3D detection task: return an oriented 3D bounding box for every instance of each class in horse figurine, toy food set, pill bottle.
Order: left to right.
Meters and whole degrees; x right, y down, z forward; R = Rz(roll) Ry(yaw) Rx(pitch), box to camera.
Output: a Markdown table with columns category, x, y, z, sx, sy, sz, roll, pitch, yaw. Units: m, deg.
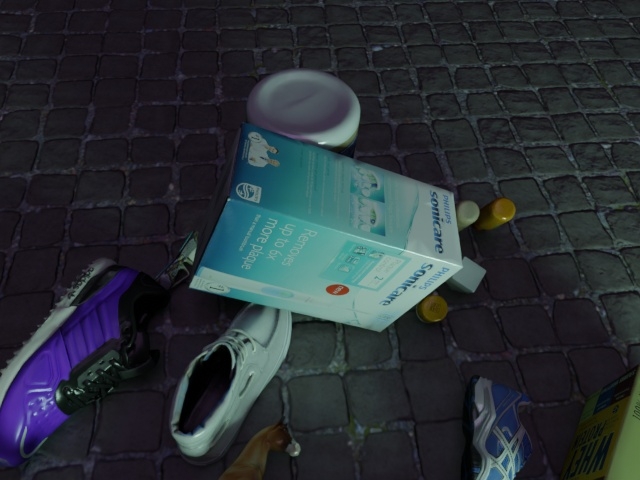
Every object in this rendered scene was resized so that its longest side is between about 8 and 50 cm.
| category | x | y | z | sx | sy | sz | roll | pitch | yaw |
| --- | --- | --- | --- | --- | --- | --- | --- | --- | --- |
| horse figurine | -0.113 | 0.327 | 0.573 | 0.263 | 0.066 | 0.174 | -42 | 33 | -9 |
| pill bottle | -0.030 | -0.107 | 0.785 | 0.153 | 0.264 | 0.153 | 2 | 55 | -3 |
| toy food set | 0.199 | 0.022 | 0.831 | 0.111 | 0.104 | 0.232 | 33 | 77 | 3 |

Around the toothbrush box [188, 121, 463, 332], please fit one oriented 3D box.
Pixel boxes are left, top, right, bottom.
| category | x | y | z | sx | sy | sz | roll | pitch | yaw |
| --- | --- | --- | --- | --- | --- | --- | --- | --- | --- |
| toothbrush box | 0.000 | 0.000 | 0.693 | 0.296 | 0.216 | 0.126 | 15 | 54 | -18 |

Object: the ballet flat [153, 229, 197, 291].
| category | x | y | z | sx | sy | sz | roll | pitch | yaw |
| --- | --- | --- | --- | --- | --- | --- | --- | --- | --- |
| ballet flat | -0.217 | 0.035 | 0.818 | 0.041 | 0.041 | 0.114 | 23 | 57 | 12 |

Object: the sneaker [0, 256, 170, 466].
| category | x | y | z | sx | sy | sz | roll | pitch | yaw |
| --- | --- | --- | --- | --- | --- | --- | --- | --- | --- |
| sneaker | -0.296 | 0.157 | 0.684 | 0.146 | 0.102 | 0.293 | 17 | 56 | 7 |

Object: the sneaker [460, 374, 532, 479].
| category | x | y | z | sx | sy | sz | roll | pitch | yaw |
| --- | --- | --- | --- | --- | --- | --- | --- | --- | --- |
| sneaker | 0.220 | 0.272 | 0.648 | 0.081 | 0.080 | 0.211 | 10 | 56 | 7 |

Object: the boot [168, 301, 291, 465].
| category | x | y | z | sx | sy | sz | roll | pitch | yaw |
| --- | --- | --- | --- | --- | --- | --- | --- | --- | --- |
| boot | -0.108 | 0.156 | 0.682 | 0.095 | 0.123 | 0.258 | 18 | 56 | 9 |

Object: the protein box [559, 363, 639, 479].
| category | x | y | z | sx | sy | sz | roll | pitch | yaw |
| --- | --- | --- | --- | --- | --- | --- | --- | --- | --- |
| protein box | 0.410 | 0.297 | 0.607 | 0.201 | 0.136 | 0.199 | 29 | 59 | 16 |
